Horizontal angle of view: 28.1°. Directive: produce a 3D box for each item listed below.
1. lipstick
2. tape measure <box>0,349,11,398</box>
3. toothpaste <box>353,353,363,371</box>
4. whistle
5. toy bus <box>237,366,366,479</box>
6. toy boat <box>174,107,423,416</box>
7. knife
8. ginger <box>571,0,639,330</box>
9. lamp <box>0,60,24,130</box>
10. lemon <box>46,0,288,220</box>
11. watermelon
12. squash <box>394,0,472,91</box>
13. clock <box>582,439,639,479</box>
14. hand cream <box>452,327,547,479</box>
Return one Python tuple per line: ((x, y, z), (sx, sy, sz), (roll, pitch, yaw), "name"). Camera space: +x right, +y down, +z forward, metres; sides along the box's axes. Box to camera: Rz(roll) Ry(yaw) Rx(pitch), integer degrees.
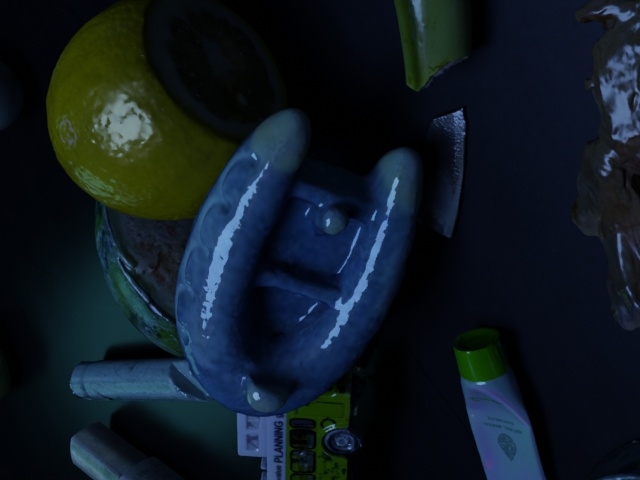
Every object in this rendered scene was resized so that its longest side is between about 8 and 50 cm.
((-0.265, 0.357, 1.871), (0.253, 0.079, 0.077), (29, 131, 32), "lipstick")
((-0.590, 0.199, 2.106), (0.175, 0.106, 0.200), (34, 136, 34), "tape measure")
((0.043, 0.075, 1.406), (0.048, 0.031, 0.190), (34, 139, 17), "toothpaste")
((-0.245, 0.192, 1.764), (0.312, 0.062, 0.062), (-8, 106, 49), "whistle")
((-0.021, 0.251, 1.473), (0.139, 0.113, 0.301), (3, 127, 3), "toy bus")
((-0.025, 0.041, 1.246), (0.330, 0.215, 0.123), (-62, 23, 24), "toy boat")
((0.112, -0.037, 1.271), (0.060, 0.028, 0.230), (28, 128, 21), "knife")
((0.265, -0.065, 1.053), (0.122, 0.084, 0.290), (7, 116, 20), "ginger")
((-0.453, -0.196, 1.720), (0.105, 0.105, 0.105), (26, 130, 36), "lamp")
((-0.170, -0.129, 1.329), (0.219, 0.240, 0.240), (-33, 87, 36), "lemon")
((-0.150, 0.050, 1.523), (0.305, 0.180, 0.224), (51, -176, 6), "watermelon")
((0.084, -0.259, 1.122), (0.083, 0.083, 0.250), (7, 120, 45), "squash")
((0.358, 0.335, 1.197), (0.313, 0.061, 0.312), (26, 130, 35), "clock")
((0.194, 0.219, 1.325), (0.079, 0.050, 0.275), (-140, 30, -66), "hand cream")
